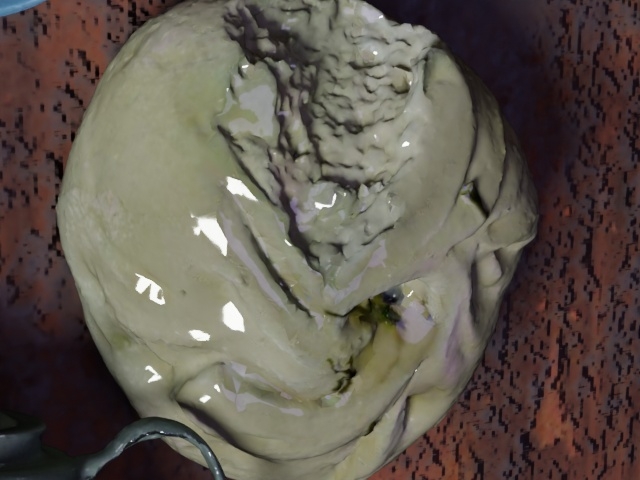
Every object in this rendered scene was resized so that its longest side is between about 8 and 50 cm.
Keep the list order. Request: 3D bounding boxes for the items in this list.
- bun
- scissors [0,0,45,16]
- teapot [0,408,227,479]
[{"bbox_3d":[0.000,0.000,0.856,0.210,0.116,0.237,-38,120,-15],"label":"bun"},{"bbox_3d":[-0.209,-0.096,0.760,0.256,0.030,0.125,-38,117,-16],"label":"scissors"},{"bbox_3d":[-0.153,0.115,0.789,0.239,0.162,0.149,4,91,-7],"label":"teapot"}]
